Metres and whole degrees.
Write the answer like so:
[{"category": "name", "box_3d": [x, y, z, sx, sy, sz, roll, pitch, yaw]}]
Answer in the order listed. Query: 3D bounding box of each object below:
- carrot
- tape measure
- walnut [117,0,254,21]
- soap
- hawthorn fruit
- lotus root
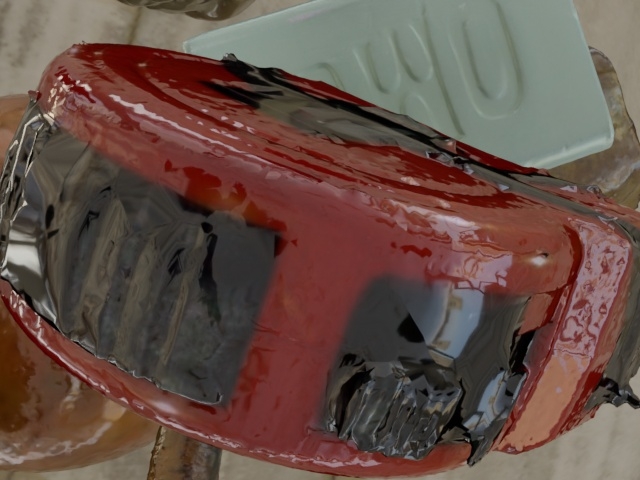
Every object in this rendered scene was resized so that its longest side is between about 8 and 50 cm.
[{"category": "carrot", "box_3d": [-0.104, 0.172, 0.853, 0.066, 0.066, 0.314, 0, -117, 20]}, {"category": "tape measure", "box_3d": [0.000, 0.000, 0.438, 0.253, 0.260, 0.114, 27, -74, 30]}, {"category": "walnut", "box_3d": [-0.123, -0.319, 0.928, 0.248, 0.248, 0.248, -3, -99, 19]}, {"category": "soap", "box_3d": [0.052, -0.096, 0.725, 0.265, 0.087, 0.160, -18, -90, -10]}, {"category": "hawthorn fruit", "box_3d": [-0.323, 0.050, 1.227, 0.471, 0.472, 0.472, -3, -99, 19]}, {"category": "lotus root", "box_3d": [0.187, -0.076, 1.009, 0.180, 0.188, 0.199, -30, -73, -21]}]
